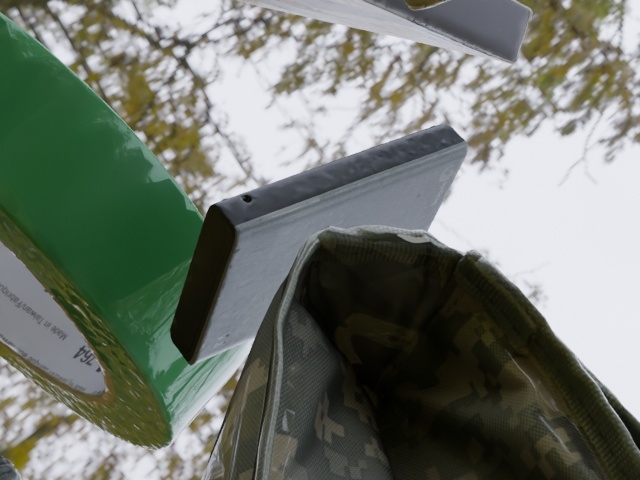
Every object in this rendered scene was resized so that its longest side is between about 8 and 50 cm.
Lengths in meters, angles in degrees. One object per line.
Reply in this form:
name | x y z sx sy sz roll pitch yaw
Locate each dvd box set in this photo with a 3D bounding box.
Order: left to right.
dvd box set | -0.048 -0.271 1.189 0.420 0.307 0.062 22 -83 42

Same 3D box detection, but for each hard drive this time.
hard drive | 0.000 0.000 0.557 0.022 0.135 0.094 49 -39 24

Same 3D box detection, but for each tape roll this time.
tape roll | -0.184 -0.012 0.709 0.321 0.077 0.321 33 -25 18

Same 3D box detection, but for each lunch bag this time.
lunch bag | 0.019 0.167 0.354 0.235 0.169 0.287 110 -21 -44

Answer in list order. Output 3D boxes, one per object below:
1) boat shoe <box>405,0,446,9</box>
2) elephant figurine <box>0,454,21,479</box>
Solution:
boat shoe | 0.132 -0.205 0.878 0.048 0.153 0.056 86 -18 -45
elephant figurine | -0.305 0.181 0.715 0.169 0.239 0.186 20 -88 40
